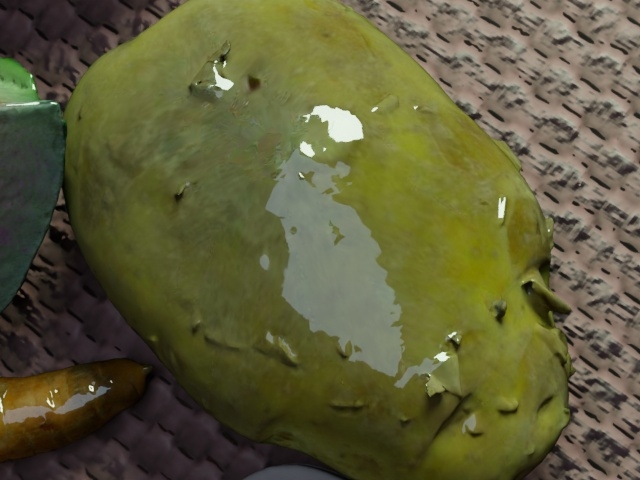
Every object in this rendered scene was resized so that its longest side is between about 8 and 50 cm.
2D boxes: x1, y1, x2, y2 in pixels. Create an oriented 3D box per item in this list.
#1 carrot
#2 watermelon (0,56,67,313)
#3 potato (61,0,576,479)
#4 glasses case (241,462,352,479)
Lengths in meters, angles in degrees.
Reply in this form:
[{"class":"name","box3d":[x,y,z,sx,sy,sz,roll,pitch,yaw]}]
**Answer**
[{"class":"carrot","box3d":[-0.205,0.102,0.921,0.247,0.059,0.059,-12,77,-4]},{"class":"watermelon","box3d":[-0.316,-0.040,0.918,0.292,0.319,0.222,0,52,-26]},{"class":"potato","box3d":[0.000,0.000,0.855,0.191,0.141,0.296,-45,76,-1]},{"class":"glasses case","box3d":[-0.046,0.250,0.855,0.113,0.075,0.297,25,88,16]}]
